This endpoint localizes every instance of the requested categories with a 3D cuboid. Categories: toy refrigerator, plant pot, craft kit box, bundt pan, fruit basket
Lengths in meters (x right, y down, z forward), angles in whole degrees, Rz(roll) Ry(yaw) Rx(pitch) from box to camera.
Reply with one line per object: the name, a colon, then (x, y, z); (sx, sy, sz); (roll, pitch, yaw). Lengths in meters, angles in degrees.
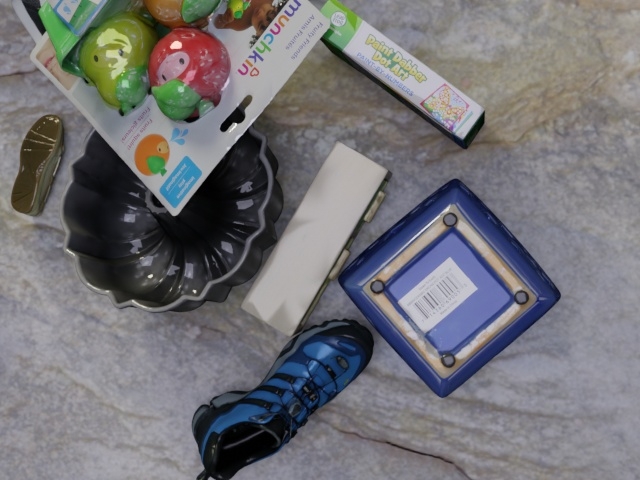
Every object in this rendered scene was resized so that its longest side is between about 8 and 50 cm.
toy refrigerator: (0.000, 0.000, 1.807); (0.094, 0.102, 0.269); (30, 93, 6)
plant pot: (0.173, 0.067, 1.731); (0.236, 0.212, 0.236); (-41, 86, 5)
craft kit box: (0.110, -0.219, 1.720); (0.246, 0.250, 0.061); (34, 95, 5)
bundt pan: (-0.193, -0.047, 1.787); (0.331, 0.124, 0.331); (-7, 73, 22)
fruit basket: (-0.203, -0.265, 1.677); (0.327, 0.165, 0.353); (-49, 59, 13)

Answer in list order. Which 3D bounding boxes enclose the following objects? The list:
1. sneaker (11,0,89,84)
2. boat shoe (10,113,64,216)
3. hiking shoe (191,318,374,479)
sneaker: (-0.348, -0.297, 1.859); (0.121, 0.079, 0.217); (-35, 85, 7)
boat shoe: (-0.413, -0.111, 1.891); (0.056, 0.048, 0.153); (12, 85, 19)
hiking shoe: (-0.043, 0.233, 1.784); (0.304, 0.132, 0.113); (-38, 117, 11)
